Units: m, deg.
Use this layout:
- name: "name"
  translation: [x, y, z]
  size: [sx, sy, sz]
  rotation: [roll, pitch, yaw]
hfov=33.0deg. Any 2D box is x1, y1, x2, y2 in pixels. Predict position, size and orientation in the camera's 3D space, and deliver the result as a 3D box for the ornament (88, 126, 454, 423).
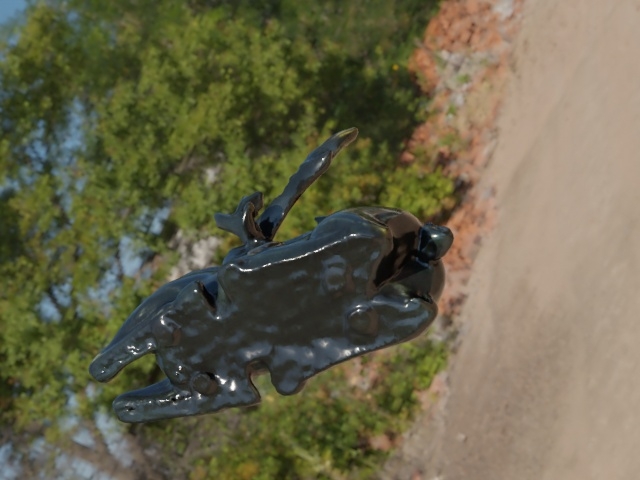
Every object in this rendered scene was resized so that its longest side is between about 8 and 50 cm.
- name: "ornament"
  translation: [0.000, 0.000, 0.606]
  size: [0.202, 0.080, 0.236]
  rotation: [-24, 12, 26]
